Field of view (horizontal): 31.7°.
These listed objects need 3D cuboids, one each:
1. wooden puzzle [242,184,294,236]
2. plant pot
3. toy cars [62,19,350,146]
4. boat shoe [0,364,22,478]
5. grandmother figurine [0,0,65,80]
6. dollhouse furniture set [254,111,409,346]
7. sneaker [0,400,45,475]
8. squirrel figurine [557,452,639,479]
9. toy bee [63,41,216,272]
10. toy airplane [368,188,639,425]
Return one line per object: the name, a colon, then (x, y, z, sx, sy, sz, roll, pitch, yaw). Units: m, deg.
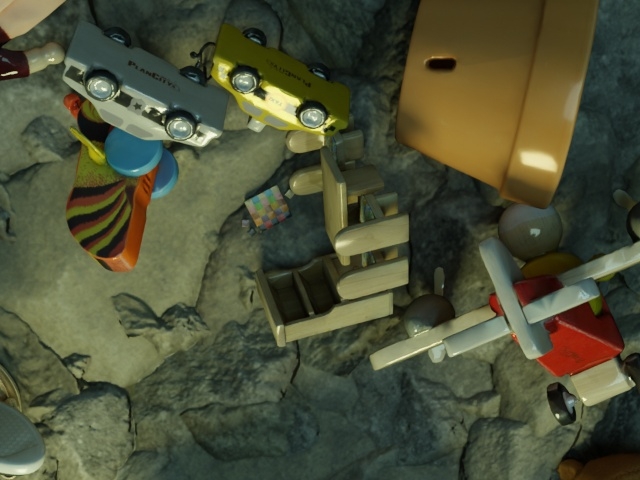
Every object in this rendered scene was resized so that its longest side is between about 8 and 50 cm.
wooden puzzle: (-0.071, -0.043, 1.515, 0.083, 0.006, 0.049, -27, 108, -1)
plant pot: (0.210, -0.201, 1.385, 0.203, 0.291, 0.291, 13, 104, 6)
toy cars: (-0.131, -0.169, 1.321, 0.393, 0.176, 0.087, -10, 147, -46)
boat shoe: (-0.431, 0.242, 1.513, 0.063, 0.059, 0.170, -16, 108, -4)
grandmother figurine: (-0.403, -0.276, 1.348, 0.342, 0.104, 0.208, -44, 99, 2)
dollhouse furniture set: (0.000, 0.000, 1.431, 0.161, 0.212, 0.242, -14, 135, -10)
sneaker: (-0.469, 0.284, 1.457, 0.295, 0.104, 0.147, 11, 117, 24)
squirrel figurine: (0.417, 0.507, 1.621, 0.397, 0.281, 0.371, -20, 102, -5)
toy bee: (-0.254, -0.113, 1.405, 0.162, 0.298, 0.195, 15, 142, 14)
toy airplane: (0.281, 0.060, 1.447, 0.386, 0.272, 0.384, -3, 151, -17)
